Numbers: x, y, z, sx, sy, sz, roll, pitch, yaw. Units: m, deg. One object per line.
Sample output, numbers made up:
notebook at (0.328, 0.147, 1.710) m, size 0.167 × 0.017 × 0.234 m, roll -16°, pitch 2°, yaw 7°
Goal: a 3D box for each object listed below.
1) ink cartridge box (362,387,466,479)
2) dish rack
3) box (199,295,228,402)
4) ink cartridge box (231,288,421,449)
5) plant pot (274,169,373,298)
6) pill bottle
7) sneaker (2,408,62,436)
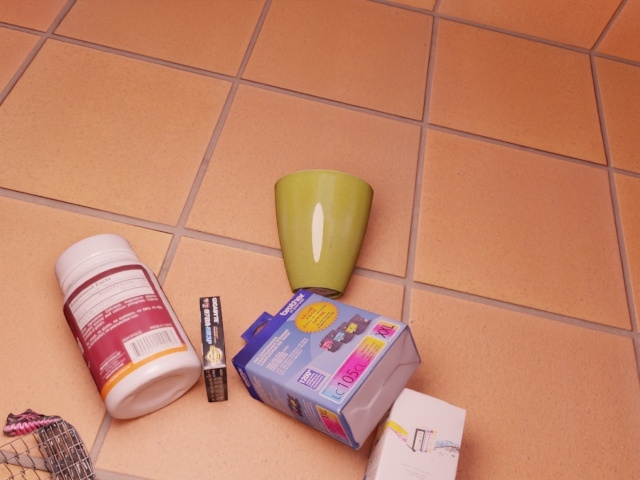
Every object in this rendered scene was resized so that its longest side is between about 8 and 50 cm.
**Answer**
ink cartridge box at (0.205, 0.484, 1.351) m, size 0.168 × 0.171 × 0.232 m, roll 20°, pitch 54°, yaw 3°
dish rack at (-0.615, 0.506, 1.240) m, size 0.272 × 0.074 × 0.208 m, roll -23°, pitch 64°, yaw -26°
box at (-0.246, 0.255, 1.390) m, size 0.051 × 0.220 × 0.175 m, roll -4°, pitch 57°, yaw -10°
ink cartridge box at (-0.012, 0.275, 1.399) m, size 0.396 × 0.151 × 0.270 m, roll 12°, pitch 45°, yaw 41°
plant pot at (0.000, 0.000, 1.612) m, size 0.275 × 0.274 × 0.293 m, roll 6°, pitch 71°, yaw -7°
pill bottle at (-0.456, 0.189, 1.393) m, size 0.224 × 0.224 × 0.392 m, roll -23°, pitch 63°, yaw -24°
sneaker at (-0.637, 0.395, 1.330) m, size 0.120 × 0.047 × 0.057 m, roll -4°, pitch 45°, yaw -15°
